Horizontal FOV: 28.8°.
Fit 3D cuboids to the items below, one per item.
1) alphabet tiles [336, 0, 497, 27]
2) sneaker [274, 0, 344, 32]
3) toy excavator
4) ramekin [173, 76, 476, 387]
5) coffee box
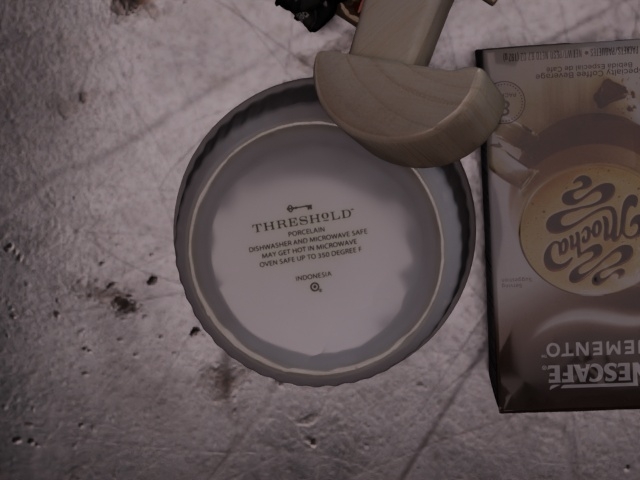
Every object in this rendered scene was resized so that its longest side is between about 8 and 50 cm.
[{"bbox_3d":[0.088,-0.288,1.064,0.198,0.009,0.237,33,99,-2],"label":"alphabet tiles"},{"bbox_3d":[-0.037,-0.243,1.023,0.276,0.097,0.135,8,97,1],"label":"sneaker"},{"bbox_3d":[0.191,-0.303,0.920,0.445,0.222,0.433,-15,74,19],"label":"toy excavator"},{"bbox_3d":[0.000,0.000,1.052,0.272,0.127,0.273,1,99,4],"label":"ramekin"},{"bbox_3d":[0.220,-0.015,1.039,0.168,0.119,0.297,-3,98,5],"label":"coffee box"}]
